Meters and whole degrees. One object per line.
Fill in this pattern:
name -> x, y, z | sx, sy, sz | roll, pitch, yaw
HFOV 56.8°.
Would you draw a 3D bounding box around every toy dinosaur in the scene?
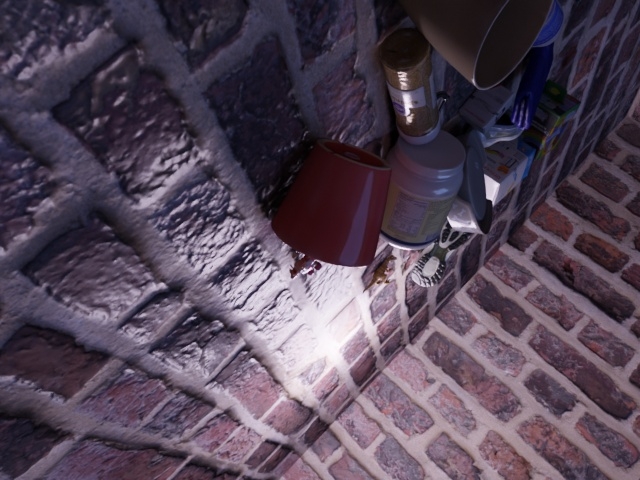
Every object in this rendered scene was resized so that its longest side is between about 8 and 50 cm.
toy dinosaur -> 0.227, 0.146, 2.352 | 0.212, 0.064, 0.112 | -52, 139, -15

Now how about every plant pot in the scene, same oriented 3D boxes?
plant pot -> 0.303, -0.503, 1.254 | 0.256, 0.274, 0.257 | -38, 154, -22
plant pot -> 0.043, -0.102, 1.452 | 0.274, 0.274, 0.243 | -11, 126, -54

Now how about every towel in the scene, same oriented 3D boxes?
towel -> 0.719, -0.558, 2.004 | 0.308, 0.076, 0.228 | -67, 156, -16

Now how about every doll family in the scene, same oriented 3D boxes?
doll family -> 0.000, 0.000, 1.714 | 0.262, 0.118, 0.163 | -34, 164, 10

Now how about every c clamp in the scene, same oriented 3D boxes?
c clamp -> 0.349, -0.390, 1.807 | 0.137, 0.022, 0.161 | -23, 147, -35

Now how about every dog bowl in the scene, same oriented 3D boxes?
dog bowl -> 0.489, -0.189, 1.987 | 0.348, 0.102, 0.349 | 22, 64, -60

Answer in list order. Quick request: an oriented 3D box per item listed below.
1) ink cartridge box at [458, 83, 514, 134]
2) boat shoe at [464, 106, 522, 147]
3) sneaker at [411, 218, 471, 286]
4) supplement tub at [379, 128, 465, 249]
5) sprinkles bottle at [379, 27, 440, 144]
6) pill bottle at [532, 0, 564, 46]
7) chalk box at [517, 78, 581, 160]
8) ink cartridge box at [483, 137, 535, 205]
ink cartridge box -> 0.544, -0.441, 1.942 | 0.150, 0.109, 0.063 | -49, 159, 1
boat shoe -> 0.647, -0.427, 2.135 | 0.320, 0.118, 0.103 | -22, 145, -31
sneaker -> 0.523, -0.003, 2.576 | 0.410, 0.158, 0.182 | -57, -175, 14
supplement tub -> 0.290, -0.156, 1.784 | 0.235, 0.235, 0.325 | -31, 150, -33
sprinkles bottle -> 0.234, -0.380, 1.505 | 0.121, 0.121, 0.355 | -46, 155, -5
pill bottle -> 0.612, -0.648, 1.705 | 0.272, 0.152, 0.152 | 0, 127, -59
chalk box -> 0.882, -0.499, 2.336 | 0.179, 0.180, 0.289 | -31, 151, -34
ink cartridge box -> 0.700, -0.287, 2.352 | 0.232, 0.171, 0.168 | -41, 154, -18
